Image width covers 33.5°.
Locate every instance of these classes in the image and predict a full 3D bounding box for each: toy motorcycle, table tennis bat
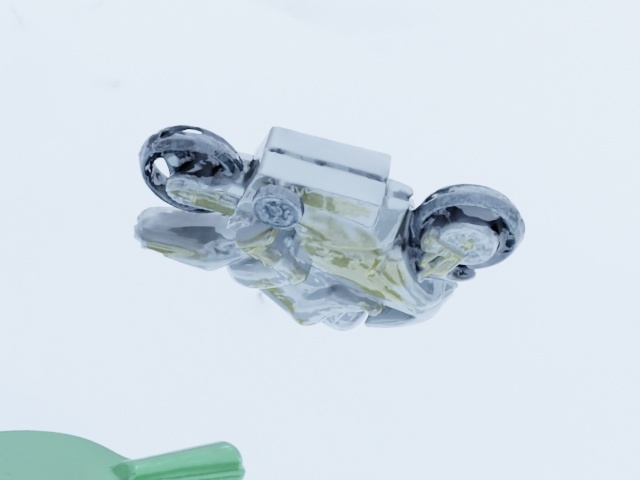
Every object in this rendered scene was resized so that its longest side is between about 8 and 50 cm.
[{"bbox_3d":[0.000,0.000,0.636,0.229,0.151,0.074,10,51,1],"label":"toy motorcycle"},{"bbox_3d":[-0.162,0.182,0.790,0.257,0.039,0.160,1,24,-45],"label":"table tennis bat"}]
